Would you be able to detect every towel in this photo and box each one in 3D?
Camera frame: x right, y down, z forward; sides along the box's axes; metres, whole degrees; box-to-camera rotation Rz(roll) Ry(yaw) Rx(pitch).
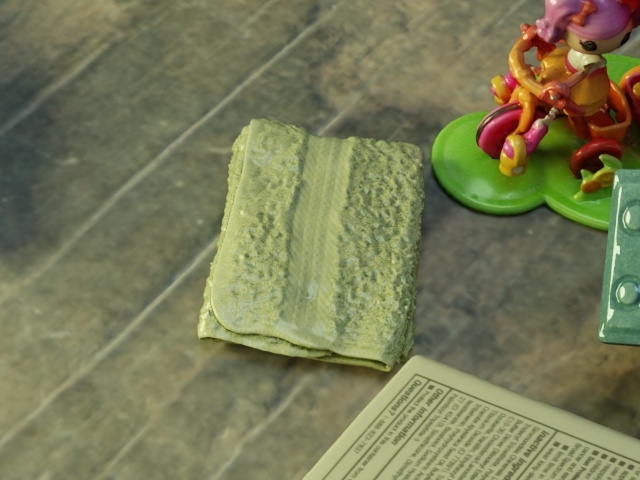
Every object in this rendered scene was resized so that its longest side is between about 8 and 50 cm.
[{"bbox_3d":[0.000,0.000,0.967,0.110,0.027,0.148,9,51,0],"label":"towel"}]

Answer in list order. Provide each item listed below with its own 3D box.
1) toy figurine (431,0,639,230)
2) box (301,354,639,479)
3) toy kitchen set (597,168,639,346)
[{"bbox_3d":[0.149,-0.098,0.974,0.173,0.159,0.130,-9,53,-12],"label":"toy figurine"},{"bbox_3d":[0.098,0.166,0.739,0.232,0.127,0.148,20,52,35],"label":"box"},{"bbox_3d":[0.213,0.054,0.807,0.207,0.122,0.166,4,84,31],"label":"toy kitchen set"}]
